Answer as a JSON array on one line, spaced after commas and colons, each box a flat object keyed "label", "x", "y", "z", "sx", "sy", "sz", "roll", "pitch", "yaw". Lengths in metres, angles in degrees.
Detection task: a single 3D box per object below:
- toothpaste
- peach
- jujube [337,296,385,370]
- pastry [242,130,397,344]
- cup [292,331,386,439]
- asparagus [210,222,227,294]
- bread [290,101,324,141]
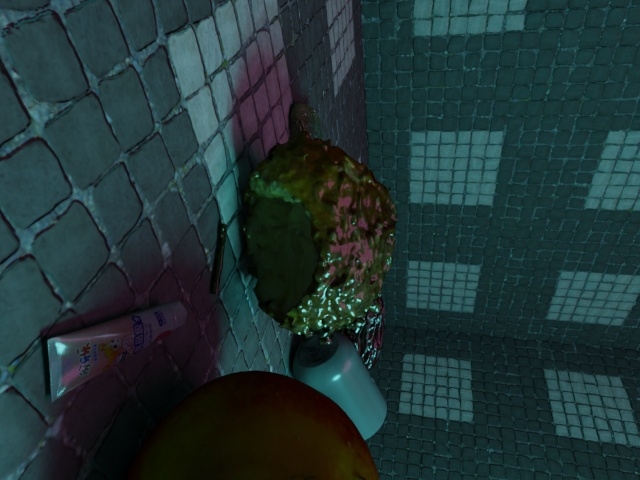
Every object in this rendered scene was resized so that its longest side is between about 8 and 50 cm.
[{"label": "toothpaste", "x": -0.234, "y": 0.114, "z": 0.516, "sx": 0.194, "sy": 0.043, "sz": 0.067, "roll": -24, "pitch": 120, "yaw": -69}, {"label": "peach", "x": -0.087, "y": 0.358, "z": 0.579, "sx": 0.370, "sy": 0.370, "sz": 0.369, "roll": 3, "pitch": 90, "yaw": -77}, {"label": "jujube", "x": 0.126, "y": 0.321, "z": 1.683, "sx": 0.258, "sy": 0.258, "sz": 0.376, "roll": 37, "pitch": 63, "yaw": -74}, {"label": "pastry", "x": 0.008, "y": -0.012, "z": 0.906, "sx": 0.337, "sy": 0.292, "sz": 0.405, "roll": -14, "pitch": 98, "yaw": -47}, {"label": "cup", "x": 0.054, "y": 0.432, "z": 1.307, "sx": 0.312, "sy": 0.206, "sz": 0.205, "roll": 63, "pitch": 27, "yaw": -27}, {"label": "asparagus", "x": -0.179, "y": 0.032, "z": 0.768, "sx": 0.018, "sy": 0.015, "sz": 0.127, "roll": 43, "pitch": 52, "yaw": -75}, {"label": "bread", "x": -0.031, "y": -0.262, "z": 1.243, "sx": 0.207, "sy": 0.056, "sz": 0.286, "roll": -64, "pitch": 155, "yaw": -54}]
